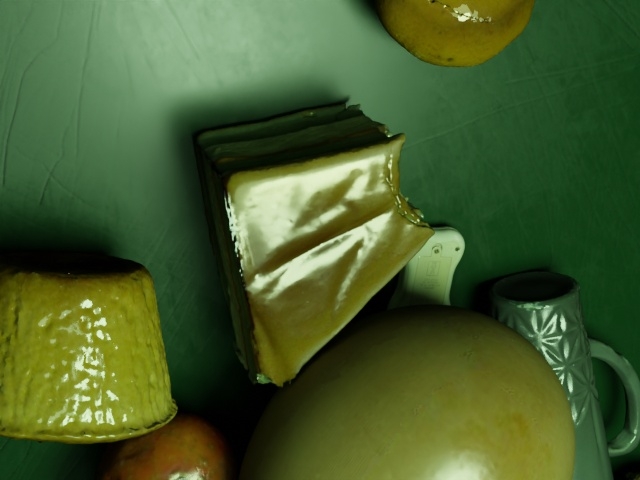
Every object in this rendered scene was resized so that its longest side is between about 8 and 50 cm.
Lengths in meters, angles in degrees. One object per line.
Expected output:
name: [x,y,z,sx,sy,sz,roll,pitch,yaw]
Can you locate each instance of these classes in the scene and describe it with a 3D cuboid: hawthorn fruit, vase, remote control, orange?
hawthorn fruit: [-0.166,0.299,1.090,0.165,0.285,0.165,4,126,5]
vase: [0.264,0.188,1.269,0.251,0.156,0.300,-16,110,-20]
remote control: [0.114,0.042,1.212,0.074,0.032,0.122,3,110,-19]
orange: [0.124,-0.236,1.050,0.157,0.134,0.156,6,68,-15]

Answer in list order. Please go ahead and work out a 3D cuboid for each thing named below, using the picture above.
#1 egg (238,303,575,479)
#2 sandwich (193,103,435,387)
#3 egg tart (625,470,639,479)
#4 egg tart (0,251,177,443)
egg: [0.077,0.235,1.100,0.374,0.301,0.301,-44,118,-4]
sandwich: [0.000,0.000,1.086,0.198,0.155,0.227,-14,116,-13]
egg tart: [0.458,0.410,1.351,0.118,0.288,0.288,-18,127,38]
egg tart: [-0.235,0.103,1.035,0.215,0.215,0.170,4,97,-20]
